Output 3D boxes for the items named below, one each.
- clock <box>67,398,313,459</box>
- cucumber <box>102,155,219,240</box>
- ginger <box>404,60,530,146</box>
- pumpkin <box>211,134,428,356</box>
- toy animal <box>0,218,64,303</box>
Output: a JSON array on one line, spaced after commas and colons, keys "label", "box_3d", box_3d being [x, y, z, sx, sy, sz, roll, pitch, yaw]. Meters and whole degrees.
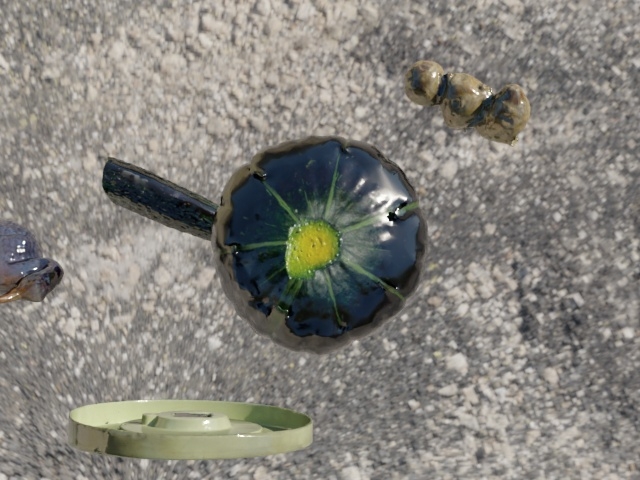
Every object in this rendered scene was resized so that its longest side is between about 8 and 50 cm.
[{"label": "clock", "box_3d": [-0.123, 0.178, 0.884, 0.235, 0.235, 0.029, 1, 86, -11]}, {"label": "cucumber", "box_3d": [-0.240, -0.058, 1.473, 0.242, 0.074, 0.074, 24, 70, -8]}, {"label": "ginger", "box_3d": [0.226, -0.221, 1.435, 0.204, 0.104, 0.080, 21, 41, 10]}, {"label": "pumpkin", "box_3d": [0.000, 0.000, 1.257, 0.296, 0.296, 0.295, 3, 72, -10]}, {"label": "toy animal", "box_3d": [-0.510, 0.033, 1.378, 0.186, 0.298, 0.122, -20, 115, -29]}]
